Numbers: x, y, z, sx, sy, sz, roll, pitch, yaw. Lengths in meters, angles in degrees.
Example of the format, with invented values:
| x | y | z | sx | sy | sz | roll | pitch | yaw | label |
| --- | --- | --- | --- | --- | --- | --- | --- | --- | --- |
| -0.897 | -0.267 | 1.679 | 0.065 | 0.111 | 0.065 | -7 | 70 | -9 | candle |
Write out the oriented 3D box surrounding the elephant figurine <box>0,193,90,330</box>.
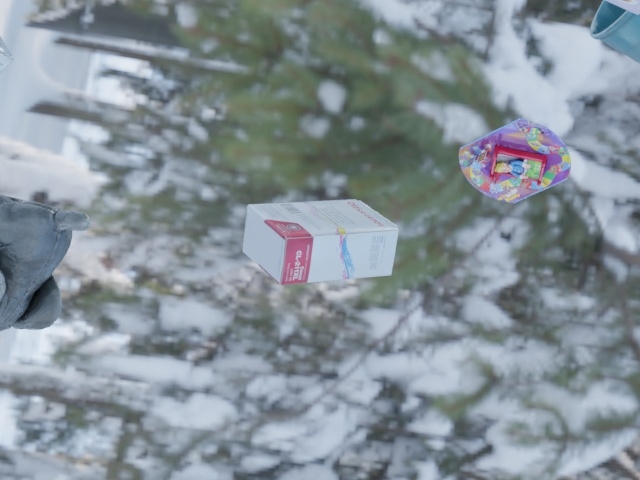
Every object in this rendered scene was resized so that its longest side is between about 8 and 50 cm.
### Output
| x | y | z | sx | sy | sz | roll | pitch | yaw | label |
| --- | --- | --- | --- | --- | --- | --- | --- | --- | --- |
| -0.439 | 0.060 | 1.675 | 0.186 | 0.169 | 0.239 | -174 | -82 | -73 | elephant figurine |

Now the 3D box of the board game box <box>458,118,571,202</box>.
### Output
| x | y | z | sx | sy | sz | roll | pitch | yaw | label |
| --- | --- | --- | --- | --- | --- | --- | --- | --- | --- |
| 0.290 | -0.107 | 1.803 | 0.168 | 0.133 | 0.033 | -25 | -149 | 38 | board game box |

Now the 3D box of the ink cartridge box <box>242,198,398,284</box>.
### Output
| x | y | z | sx | sy | sz | roll | pitch | yaw | label |
| --- | --- | --- | --- | --- | --- | --- | --- | --- | --- |
| 0.000 | 0.000 | 1.644 | 0.127 | 0.175 | 0.072 | 38 | -54 | 55 | ink cartridge box |

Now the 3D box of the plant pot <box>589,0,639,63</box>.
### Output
| x | y | z | sx | sy | sz | roll | pitch | yaw | label |
| --- | --- | --- | --- | --- | --- | --- | --- | --- | --- |
| 0.581 | -0.337 | 1.758 | 0.272 | 0.255 | 0.271 | -55 | -176 | 6 | plant pot |

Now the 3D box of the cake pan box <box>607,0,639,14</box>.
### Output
| x | y | z | sx | sy | sz | roll | pitch | yaw | label |
| --- | --- | --- | --- | --- | --- | --- | --- | --- | --- |
| 0.218 | -0.371 | 1.191 | 0.070 | 0.266 | 0.246 | -47 | -143 | 43 | cake pan box |

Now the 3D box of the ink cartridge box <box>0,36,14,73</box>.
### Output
| x | y | z | sx | sy | sz | roll | pitch | yaw | label |
| --- | --- | --- | --- | --- | --- | --- | --- | --- | --- |
| -0.503 | -0.216 | 1.480 | 0.153 | 0.208 | 0.087 | 56 | 14 | 24 | ink cartridge box |
